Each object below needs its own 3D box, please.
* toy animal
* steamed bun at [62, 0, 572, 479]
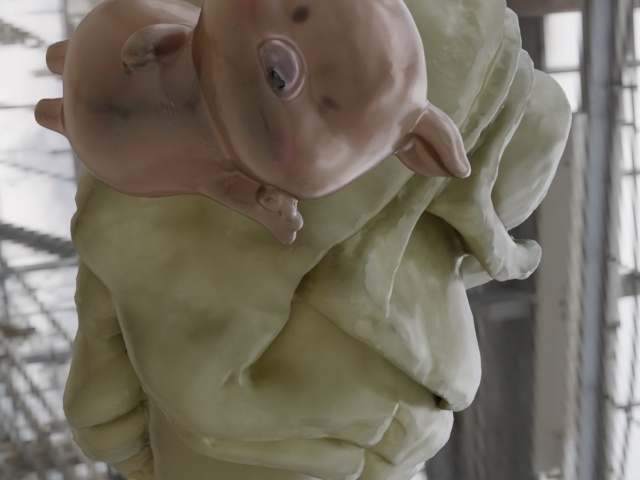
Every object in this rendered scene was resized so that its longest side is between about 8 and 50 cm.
[{"bbox_3d":[-0.028,-0.054,0.520,0.089,0.150,0.083,-66,151,-55],"label":"toy animal"},{"bbox_3d":[0.000,0.000,0.708,0.276,0.203,0.289,-74,175,-84],"label":"steamed bun"}]
